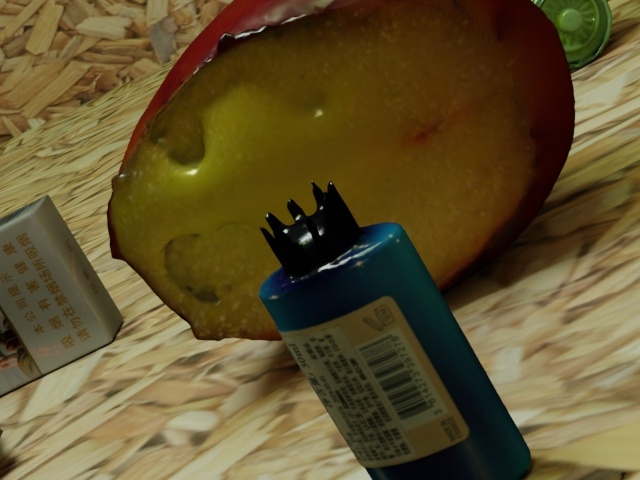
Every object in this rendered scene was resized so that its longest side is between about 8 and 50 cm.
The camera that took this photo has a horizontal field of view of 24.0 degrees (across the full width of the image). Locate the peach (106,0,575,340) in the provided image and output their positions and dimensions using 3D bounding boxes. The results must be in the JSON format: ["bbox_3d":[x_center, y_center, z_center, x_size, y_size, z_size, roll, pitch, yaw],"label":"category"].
[{"bbox_3d":[0.008,-0.067,1.068,0.338,0.281,0.281,-36,16,-20],"label":"peach"}]

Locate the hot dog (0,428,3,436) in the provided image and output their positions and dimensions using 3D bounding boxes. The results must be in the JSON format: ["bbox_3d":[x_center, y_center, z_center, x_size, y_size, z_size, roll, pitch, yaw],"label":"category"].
[{"bbox_3d":[-0.361,0.185,1.290,0.162,0.082,0.270,-33,14,-19],"label":"hot dog"}]

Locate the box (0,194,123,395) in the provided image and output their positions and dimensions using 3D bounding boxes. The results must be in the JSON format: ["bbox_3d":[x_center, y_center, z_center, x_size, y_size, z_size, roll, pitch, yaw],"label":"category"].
[{"bbox_3d":[-0.330,0.073,1.461,0.233,0.149,0.067,-26,13,14],"label":"box"}]

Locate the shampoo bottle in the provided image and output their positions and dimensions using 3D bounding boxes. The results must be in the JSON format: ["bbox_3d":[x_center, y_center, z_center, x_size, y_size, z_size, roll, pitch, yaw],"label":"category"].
[{"bbox_3d":[0.031,0.056,0.775,0.087,0.183,0.050,-23,18,26],"label":"shampoo bottle"}]

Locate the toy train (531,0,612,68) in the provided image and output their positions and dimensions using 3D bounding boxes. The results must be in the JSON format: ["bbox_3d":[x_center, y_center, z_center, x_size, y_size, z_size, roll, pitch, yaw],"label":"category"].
[{"bbox_3d":[0.161,-0.236,1.484,0.271,0.188,0.159,-27,16,2],"label":"toy train"}]
